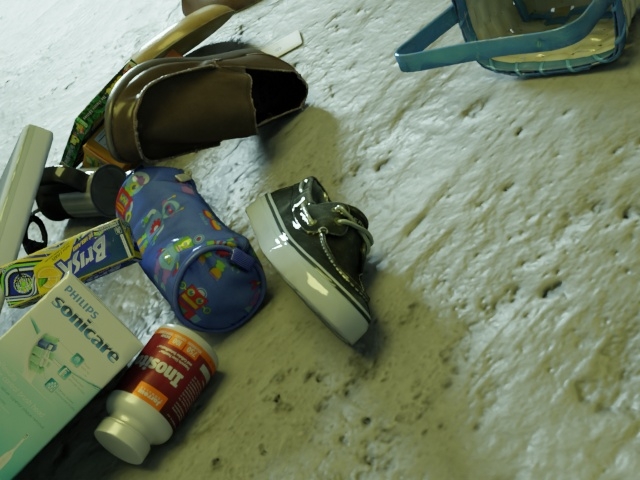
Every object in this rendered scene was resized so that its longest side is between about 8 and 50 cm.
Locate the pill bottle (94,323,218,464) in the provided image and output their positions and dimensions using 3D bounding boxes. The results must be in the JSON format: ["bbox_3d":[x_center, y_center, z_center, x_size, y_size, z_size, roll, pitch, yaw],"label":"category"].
[{"bbox_3d":[-0.189,0.177,1.359,0.086,0.086,0.152,2,48,42],"label":"pill bottle"}]

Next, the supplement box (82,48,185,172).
[{"bbox_3d":[-0.283,-0.196,1.903,0.233,0.080,0.078,-51,-5,-25],"label":"supplement box"}]

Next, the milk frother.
[{"bbox_3d":[-0.381,-0.044,1.815,0.135,0.129,0.143,-2,88,40],"label":"milk frother"}]

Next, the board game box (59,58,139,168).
[{"bbox_3d":[-0.358,-0.193,1.907,0.136,0.030,0.260,-55,7,-21],"label":"board game box"}]

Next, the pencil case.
[{"bbox_3d":[-0.173,0.001,1.535,0.133,0.119,0.306,-56,34,8],"label":"pencil case"}]

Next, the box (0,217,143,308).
[{"bbox_3d":[-0.311,0.030,1.475,0.169,0.054,0.059,-23,-6,1],"label":"box"}]

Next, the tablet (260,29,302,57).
[{"bbox_3d":[-0.069,-0.318,1.959,0.083,0.006,0.054,-28,34,10],"label":"tablet"}]

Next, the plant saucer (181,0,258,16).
[{"bbox_3d":[-0.143,-0.534,2.262,0.311,0.050,0.310,-22,35,16],"label":"plant saucer"}]

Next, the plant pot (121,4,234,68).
[{"bbox_3d":[-0.251,-0.335,2.017,0.236,0.032,0.236,-34,6,4],"label":"plant pot"}]

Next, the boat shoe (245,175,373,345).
[{"bbox_3d":[0.000,0.000,1.387,0.119,0.121,0.335,-38,31,1],"label":"boat shoe"}]

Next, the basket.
[{"bbox_3d":[0.255,-0.294,1.469,0.255,0.201,0.289,-1,36,39],"label":"basket"}]

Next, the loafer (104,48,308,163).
[{"bbox_3d":[-0.151,-0.200,1.677,0.130,0.133,0.366,12,29,36],"label":"loafer"}]

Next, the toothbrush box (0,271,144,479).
[{"bbox_3d":[-0.358,0.192,1.371,0.295,0.126,0.216,-45,3,-17],"label":"toothbrush box"}]

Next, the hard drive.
[{"bbox_3d":[-0.454,0.042,1.625,0.233,0.047,0.353,-46,30,52],"label":"hard drive"}]
